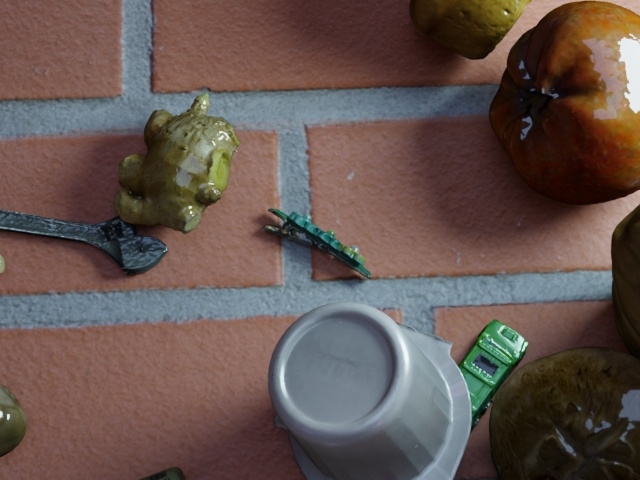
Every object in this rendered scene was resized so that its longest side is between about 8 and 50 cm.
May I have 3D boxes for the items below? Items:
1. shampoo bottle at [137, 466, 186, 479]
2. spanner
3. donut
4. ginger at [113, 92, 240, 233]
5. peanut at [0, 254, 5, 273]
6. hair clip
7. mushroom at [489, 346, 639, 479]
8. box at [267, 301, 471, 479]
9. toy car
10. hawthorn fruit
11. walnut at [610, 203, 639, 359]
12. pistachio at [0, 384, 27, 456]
[{"bbox_3d":[-0.243,0.352,1.668,0.162,0.079,0.079,-20,72,-8],"label":"shampoo bottle"},{"bbox_3d":[-0.371,-0.014,1.827,0.325,0.026,0.093,9,71,4],"label":"spanner"},{"bbox_3d":[0.253,-0.413,1.852,0.150,0.299,0.317,32,105,-2],"label":"donut"},{"bbox_3d":[-0.192,-0.110,1.823,0.157,0.102,0.216,10,68,24],"label":"ginger"},{"bbox_3d":[-0.468,0.015,1.808,0.037,0.037,0.083,-35,80,-13],"label":"peanut"},{"bbox_3d":[0.000,-0.001,1.817,0.173,0.049,0.049,28,72,10],"label":"hair clip"},{"bbox_3d":[0.342,0.265,1.651,0.278,0.146,0.278,3,97,24],"label":"mushroom"},{"bbox_3d":[0.048,0.214,1.620,0.262,0.206,0.291,-23,60,8],"label":"box"},{"bbox_3d":[0.213,0.180,1.748,0.071,0.062,0.165,35,73,11],"label":"toy car"},{"bbox_3d":[0.394,-0.183,1.792,0.298,0.277,0.277,3,69,-24],"label":"hawthorn fruit"},{"bbox_3d":[0.554,0.071,1.642,0.397,0.354,0.308,29,59,7],"label":"walnut"},{"bbox_3d":[-0.474,0.238,1.697,0.185,0.126,0.108,-7,28,0],"label":"pistachio"}]
